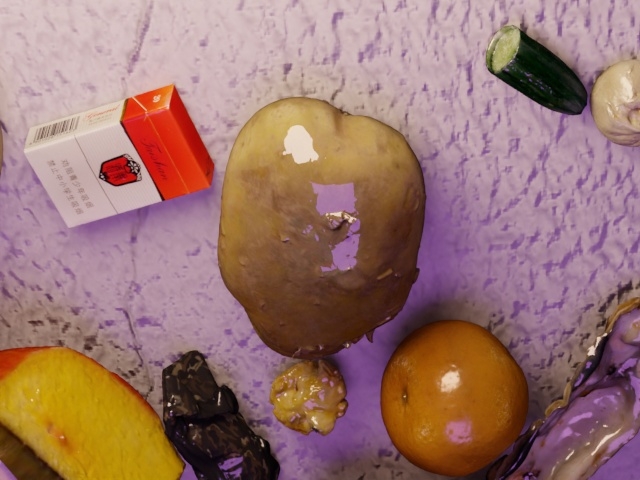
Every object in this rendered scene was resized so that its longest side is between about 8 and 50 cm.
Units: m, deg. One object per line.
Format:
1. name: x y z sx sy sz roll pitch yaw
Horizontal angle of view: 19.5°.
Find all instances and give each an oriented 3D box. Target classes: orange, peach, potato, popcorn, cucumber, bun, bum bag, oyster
1. orange: 0.136 0.157 1.848 0.136 0.159 0.159 4 133 -31
2. peach: -0.310 0.262 1.900 0.306 0.242 0.380 22 130 -7
3. potato: 0.000 0.000 1.739 0.191 0.141 0.296 6 131 2
4. popcorn: -0.006 0.165 1.927 0.084 0.084 0.084 2 129 2
5. cucumber: 0.199 -0.148 1.666 0.105 0.048 0.048 31 124 -21
6. bun: 0.287 -0.119 1.679 0.086 0.055 0.086 1 128 1
7. bum bag: -0.101 0.217 1.940 0.069 0.102 0.248 -17 126 14
8. oyster: 0.259 0.174 1.865 0.128 0.078 0.345 32 105 -39

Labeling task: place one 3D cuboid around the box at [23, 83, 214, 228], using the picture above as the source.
1. box: -0.189 -0.078 1.749 0.152 0.048 0.100 -17 128 13

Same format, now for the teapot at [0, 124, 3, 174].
1. teapot: -0.407 -0.095 1.678 0.175 0.185 0.268 14 101 29
